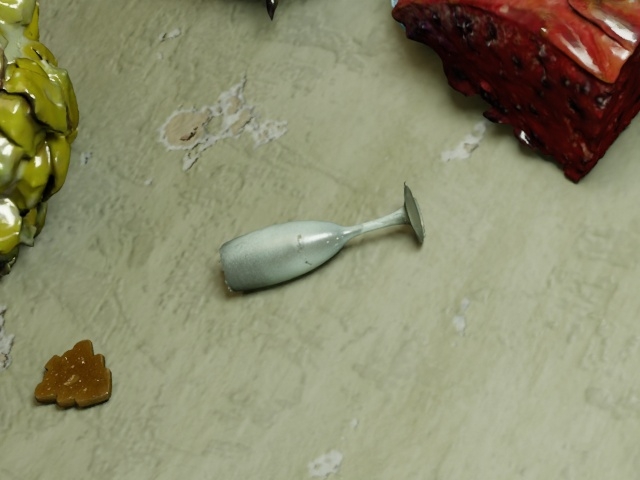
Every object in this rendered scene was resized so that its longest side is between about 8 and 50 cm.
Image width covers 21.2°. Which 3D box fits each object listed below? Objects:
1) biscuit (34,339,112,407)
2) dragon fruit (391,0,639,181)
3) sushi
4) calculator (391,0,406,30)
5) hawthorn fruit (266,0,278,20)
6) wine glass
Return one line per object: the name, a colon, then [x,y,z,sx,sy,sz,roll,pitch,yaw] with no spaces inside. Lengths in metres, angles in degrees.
biscuit: [-0.238,0.137,1.699,0.092,0.016,0.082,21,60,33]
dragon fruit: [0.259,-0.277,1.626,0.329,0.228,0.286,-42,68,-13]
sushi: [-0.392,-0.150,1.812,0.285,0.328,0.329,-4,37,3]
calculator: [0.176,-0.258,1.777,0.210,0.039,0.121,12,74,14]
hawthorn fruit: [-0.047,-0.388,1.869,0.267,0.268,0.301,-10,76,17]
wine glass: [0.000,0.000,1.674,0.198,0.066,0.066,-16,49,14]
